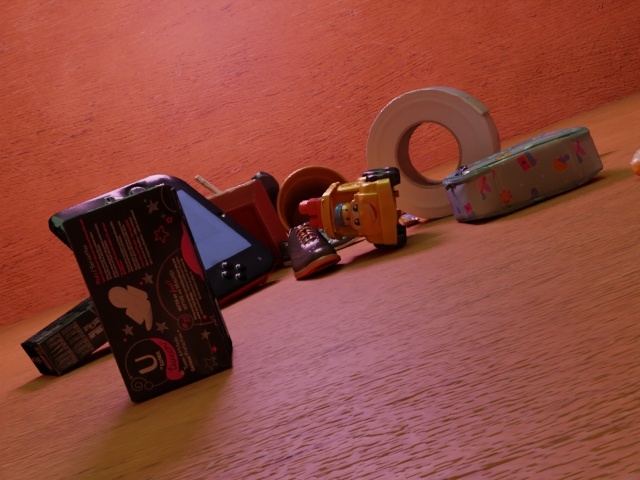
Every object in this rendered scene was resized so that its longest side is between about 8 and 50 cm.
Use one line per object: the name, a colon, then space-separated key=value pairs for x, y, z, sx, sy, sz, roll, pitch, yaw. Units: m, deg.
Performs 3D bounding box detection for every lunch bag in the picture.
lunch bag: x=0.372 y=-0.126 z=1.566 sx=0.279 sy=0.108 sz=0.224 roll=-21 pitch=5 yaw=-3

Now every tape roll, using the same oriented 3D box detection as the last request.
tape roll: x=0.249 y=-0.195 z=1.798 sx=0.286 sy=0.286 sz=0.100 roll=-18 pitch=5 yaw=25

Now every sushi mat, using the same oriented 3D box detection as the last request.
sushi mat: x=-0.186 y=-0.069 z=2.165 sx=0.019 sy=0.316 sz=0.151 roll=-56 pitch=-16 yaw=-2

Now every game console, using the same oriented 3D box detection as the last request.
game console: x=-0.323 y=0.009 z=1.725 sx=0.342 sy=0.386 sz=0.060 roll=-26 pitch=-35 yaw=-47

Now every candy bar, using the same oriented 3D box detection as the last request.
candy bar: x=0.209 y=-0.050 z=1.922 sx=0.040 sy=0.018 sz=0.161 roll=-20 pitch=6 yaw=5

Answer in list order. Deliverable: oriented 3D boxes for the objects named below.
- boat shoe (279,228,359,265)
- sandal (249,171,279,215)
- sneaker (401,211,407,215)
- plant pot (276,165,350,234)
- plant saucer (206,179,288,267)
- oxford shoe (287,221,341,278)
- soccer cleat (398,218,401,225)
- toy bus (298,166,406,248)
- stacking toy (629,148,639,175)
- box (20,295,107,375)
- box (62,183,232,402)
boat shoe: x=0.000 y=0.000 z=1.936 sx=0.206 sy=0.065 sz=0.075 roll=-20 pitch=5 yaw=7
sandal: x=-0.149 y=-0.110 z=2.164 sx=0.097 sy=0.054 sz=0.254 roll=-43 pitch=-22 yaw=-7
sneaker: x=0.240 y=-0.086 z=2.106 sx=0.057 sy=0.047 sz=0.119 roll=11 pitch=-5 yaw=-4
plant pot: x=-0.015 y=-0.074 z=2.174 sx=0.205 sy=0.205 sz=0.188 roll=-21 pitch=-10 yaw=-8
plant saucer: x=-0.215 y=0.005 z=1.956 sx=0.258 sy=0.259 sz=0.048 roll=-20 pitch=37 yaw=7
oxford shoe: x=-0.028 y=0.016 z=1.678 sx=0.096 sy=0.098 sz=0.271 roll=-21 pitch=5 yaw=-12
soccer cleat: x=0.153 y=-0.030 z=1.888 sx=0.035 sy=0.029 sz=0.083 roll=-28 pitch=-4 yaw=43
toy bus: x=0.061 y=-0.060 z=1.619 sx=0.211 sy=0.150 sz=0.220 roll=-5 pitch=8 yaw=5
stacking toy: x=0.606 y=-0.198 z=1.373 sx=0.302 sy=0.166 sz=0.175 roll=-39 pitch=17 yaw=-27
box: x=-0.480 y=0.183 z=1.615 sx=0.180 sy=0.078 sz=0.147 roll=-38 pitch=14 yaw=-31
box: x=-0.224 y=0.063 z=1.092 sx=0.142 sy=0.247 sz=0.163 roll=-19 pitch=5 yaw=-5
